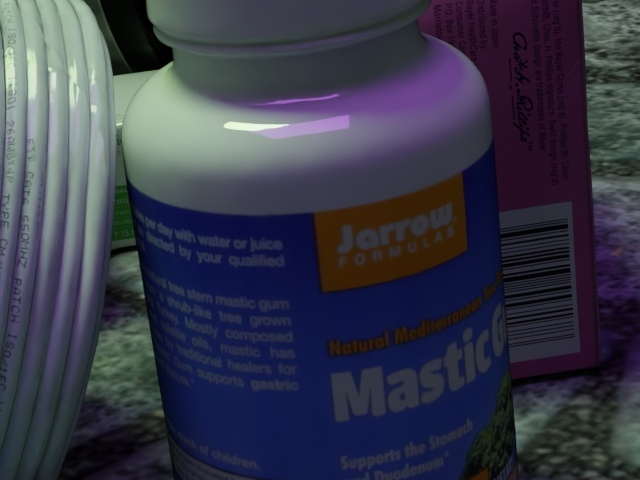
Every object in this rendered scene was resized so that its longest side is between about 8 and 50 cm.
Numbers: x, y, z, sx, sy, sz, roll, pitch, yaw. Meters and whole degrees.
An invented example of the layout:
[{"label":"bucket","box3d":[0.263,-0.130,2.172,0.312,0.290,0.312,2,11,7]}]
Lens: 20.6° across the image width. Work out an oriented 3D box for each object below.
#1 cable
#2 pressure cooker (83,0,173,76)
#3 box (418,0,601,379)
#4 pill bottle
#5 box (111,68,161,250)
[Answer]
[{"label":"cable","box3d":[-0.154,0.012,0.781,0.089,0.257,0.257,7,35,-19]},{"label":"pressure cooker","box3d":[-0.133,-0.268,1.299,0.420,0.375,0.370,5,46,26]},{"label":"box","box3d":[0.062,-0.068,0.953,0.117,0.213,0.243,-9,22,-4]},{"label":"pill bottle","box3d":[0.000,0.000,0.734,0.152,0.272,0.152,-6,23,2]},{"label":"box","box3d":[-0.100,-0.055,1.127,0.101,0.087,0.102,-8,23,-4]}]
